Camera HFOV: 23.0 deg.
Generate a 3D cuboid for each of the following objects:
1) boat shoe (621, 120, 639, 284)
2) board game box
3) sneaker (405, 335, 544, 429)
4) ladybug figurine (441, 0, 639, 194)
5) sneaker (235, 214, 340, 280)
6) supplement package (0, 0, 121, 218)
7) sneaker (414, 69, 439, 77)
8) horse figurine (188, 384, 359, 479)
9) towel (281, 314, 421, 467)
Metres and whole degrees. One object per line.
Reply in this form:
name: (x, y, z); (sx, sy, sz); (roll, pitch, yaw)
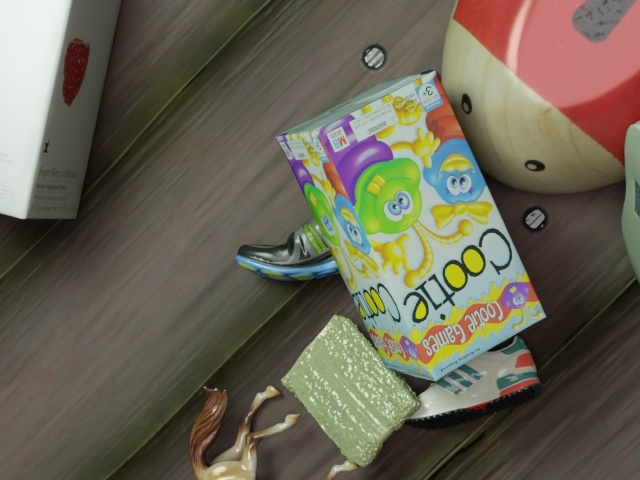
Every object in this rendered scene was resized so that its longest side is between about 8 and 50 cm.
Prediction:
boat shoe: (0.357, -0.035, 1.600); (0.081, 0.228, 0.079); (-15, 45, -6)
board game box: (0.091, -0.015, 1.608); (0.144, 0.142, 0.275); (-28, 100, -16)
sneaker: (0.157, 0.152, 1.701); (0.161, 0.057, 0.075); (-19, 65, 14)
ladybug figurine: (0.306, -0.247, 1.611); (0.305, 0.162, 0.449); (38, 96, 7)
sneaker: (0.000, 0.000, 1.716); (0.188, 0.067, 0.078); (-12, 81, 4)
supplement package: (-0.340, -0.182, 1.707); (0.175, 0.177, 0.293); (13, 93, 9)
sneaker: (0.076, -0.131, 1.706); (0.144, 0.053, 0.059); (-37, 91, 13)
horse figurine: (-0.053, 0.276, 1.724); (0.263, 0.066, 0.174); (42, 91, 4)
towel: (0.033, 0.161, 1.707); (0.110, 0.027, 0.148); (-50, 62, 11)
